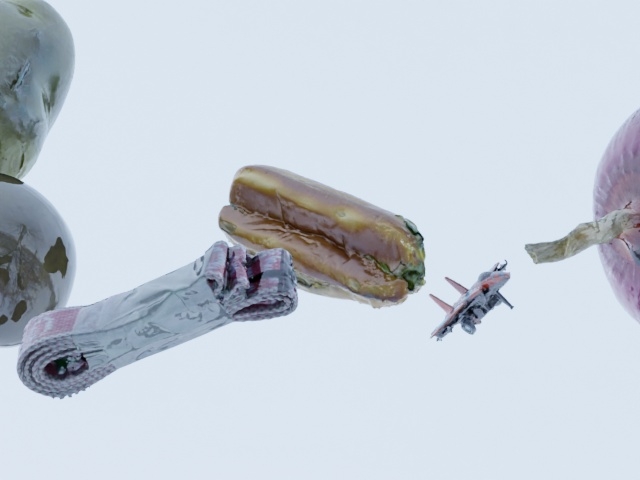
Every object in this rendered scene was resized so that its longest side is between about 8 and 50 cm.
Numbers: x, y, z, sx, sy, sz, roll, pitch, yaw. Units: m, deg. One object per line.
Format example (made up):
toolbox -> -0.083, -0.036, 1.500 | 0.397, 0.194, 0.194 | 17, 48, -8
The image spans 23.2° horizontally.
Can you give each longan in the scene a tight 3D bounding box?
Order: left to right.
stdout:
longan -> -0.341, 0.025, 1.576 | 0.159, 0.204, 0.185 | -33, 93, 39

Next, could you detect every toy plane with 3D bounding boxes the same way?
toy plane -> 0.185, 0.065, 1.788 | 0.061, 0.130, 0.189 | 48, 159, -8

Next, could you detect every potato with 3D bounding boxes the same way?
potato -> -0.362, -0.167, 1.721 | 0.143, 0.248, 0.169 | -1, 141, 37

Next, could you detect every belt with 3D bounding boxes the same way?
belt -> -0.131, 0.058, 1.195 | 0.232, 0.053, 0.071 | -20, 129, 14

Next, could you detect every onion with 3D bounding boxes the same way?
onion -> 0.500, -0.025, 2.045 | 0.358, 0.345, 0.358 | 12, 111, 34

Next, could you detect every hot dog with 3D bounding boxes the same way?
hot dog -> 0.000, 0.000, 1.626 | 0.269, 0.115, 0.072 | 26, 174, 36
